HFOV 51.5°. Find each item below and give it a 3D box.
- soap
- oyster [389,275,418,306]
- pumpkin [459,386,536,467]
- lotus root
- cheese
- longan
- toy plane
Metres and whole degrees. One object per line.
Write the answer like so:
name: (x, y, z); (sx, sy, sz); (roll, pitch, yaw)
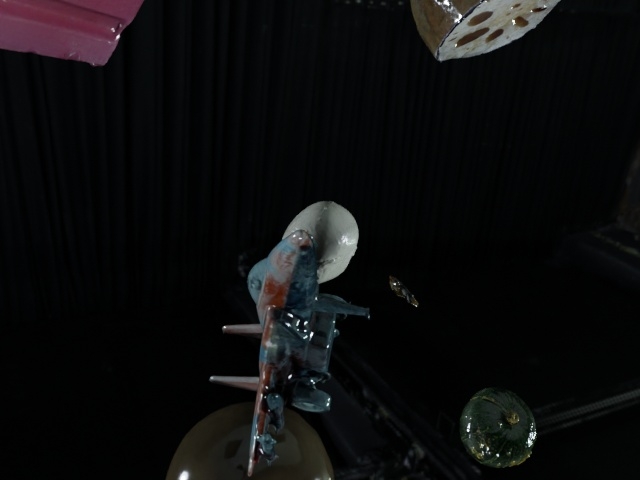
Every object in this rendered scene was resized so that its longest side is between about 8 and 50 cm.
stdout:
soap: (-0.350, -0.355, 0.835); (0.128, 0.233, 0.359); (37, -166, 3)
oyster: (0.157, 0.100, 1.265); (0.019, 0.054, 0.083); (-45, -120, -9)
pumpkin: (0.420, 0.443, 1.571); (0.190, 0.190, 0.146); (1, 163, -11)
lotus root: (0.270, -0.427, 1.075); (0.272, 0.272, 0.192); (-13, -113, -35)
cheese: (0.000, 0.000, 1.530); (0.154, 0.189, 0.198); (46, -148, 16)
longan: (-0.122, 0.428, 1.146); (0.297, 0.297, 0.297); (5, -156, -2)
toy plane: (-0.021, 0.070, 0.540); (0.104, 0.326, 0.223); (16, -117, -8)
